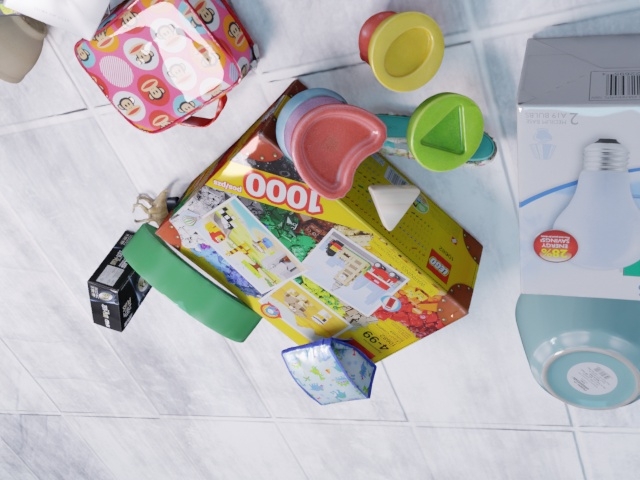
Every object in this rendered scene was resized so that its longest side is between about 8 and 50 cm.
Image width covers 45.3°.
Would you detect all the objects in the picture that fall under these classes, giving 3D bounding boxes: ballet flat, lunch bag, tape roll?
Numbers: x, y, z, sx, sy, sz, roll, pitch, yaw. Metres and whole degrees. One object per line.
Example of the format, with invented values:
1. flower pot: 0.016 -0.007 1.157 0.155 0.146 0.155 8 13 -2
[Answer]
1. ballet flat: 0.190 -0.173 1.344 0.241 0.091 0.077 16 165 15
2. lunch bag: -0.263 -0.316 1.361 0.293 0.120 0.258 -19 121 34
3. lunch bag: 0.015 0.246 1.500 0.129 0.096 0.151 -20 130 36
4. tape roll: -0.266 0.088 1.618 0.321 0.321 0.077 38 90 -12

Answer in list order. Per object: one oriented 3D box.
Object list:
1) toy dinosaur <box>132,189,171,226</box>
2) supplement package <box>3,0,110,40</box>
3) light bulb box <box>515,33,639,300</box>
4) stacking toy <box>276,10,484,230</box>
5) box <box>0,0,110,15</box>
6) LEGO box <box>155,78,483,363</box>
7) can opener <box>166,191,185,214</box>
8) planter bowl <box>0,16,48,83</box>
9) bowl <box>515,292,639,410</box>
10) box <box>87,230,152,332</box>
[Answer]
1. toy dinosaur: -0.362 -0.073 1.684 0.093 0.053 0.183 8 142 -5
2. supplement package: -0.380 -0.456 1.175 0.139 0.244 0.134 18 140 -27
3. light bulb box: 0.487 -0.105 1.165 0.358 0.225 0.360 3 130 20
4. stacking toy: 0.095 -0.197 1.248 0.309 0.130 0.279 -45 123 5
5. box: -0.460 -0.431 1.289 0.207 0.114 0.036 -4 151 -8
6. LEGO box: 0.000 0.000 1.486 0.500 0.193 0.372 40 133 -14
7. can opener: -0.272 -0.036 1.668 0.073 0.059 0.186 10 143 23
8. planter bowl: -0.579 -0.389 1.420 0.109 0.162 0.162 -36 113 12
9. bowl: 0.525 0.208 1.478 0.312 0.163 0.311 12 133 13
10. box: -0.454 0.094 1.770 0.078 0.180 0.147 17 134 8
